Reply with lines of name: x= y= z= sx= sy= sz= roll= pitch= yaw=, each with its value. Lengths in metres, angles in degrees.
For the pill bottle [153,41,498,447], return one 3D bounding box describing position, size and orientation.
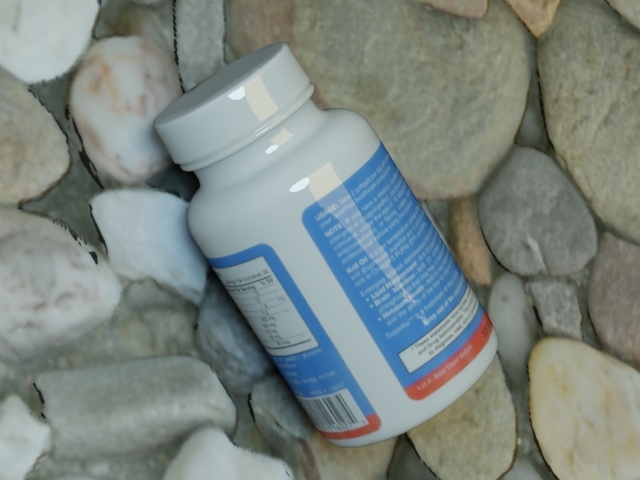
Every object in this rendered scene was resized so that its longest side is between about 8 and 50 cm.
pill bottle: x=0.000 y=0.000 z=1.142 sx=0.124 sy=0.124 sz=0.221 roll=-44 pitch=108 yaw=-41
